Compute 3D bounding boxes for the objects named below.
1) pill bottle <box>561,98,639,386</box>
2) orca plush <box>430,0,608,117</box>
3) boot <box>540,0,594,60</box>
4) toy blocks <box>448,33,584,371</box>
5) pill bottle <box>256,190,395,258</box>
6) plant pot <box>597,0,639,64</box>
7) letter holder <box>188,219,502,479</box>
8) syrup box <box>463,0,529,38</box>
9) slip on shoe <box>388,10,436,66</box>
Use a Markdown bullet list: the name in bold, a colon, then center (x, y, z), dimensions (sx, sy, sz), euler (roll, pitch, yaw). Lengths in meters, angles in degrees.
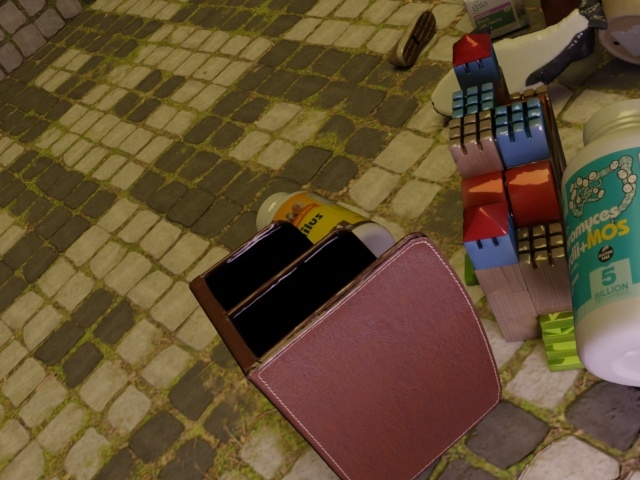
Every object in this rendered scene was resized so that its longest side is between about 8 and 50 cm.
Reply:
- **pill bottle**: center (0.310, -0.006, 0.686), dimensions (0.146, 0.146, 0.264), euler (-10, 55, 25)
- **orca plush**: center (0.310, -0.281, 1.115), dimensions (0.287, 0.102, 0.151), euler (-44, 73, 32)
- **boot**: center (0.364, -0.466, 1.129), dimensions (0.096, 0.280, 0.264), euler (-5, 48, 28)
- **toy blocks**: center (0.231, -0.075, 0.854), dimensions (0.190, 0.261, 0.382), euler (-11, 46, 23)
- **pill bottle**: center (0.000, 0.000, 1.036), dimensions (0.117, 0.117, 0.215), euler (-46, 43, -15)
- **plant pot**: center (0.509, -0.402, 1.038), dimensions (0.256, 0.256, 0.274), euler (14, 77, 40)
- **letter holder**: center (0.046, 0.109, 0.763), dimensions (0.214, 0.302, 0.152), euler (-38, 41, -6)
- **syrup box**: center (0.306, -0.472, 1.312), dimensions (0.093, 0.096, 0.237), euler (-18, 44, 19)
- **slip on shoe**: center (0.171, -0.378, 1.347), dimensions (0.041, 0.051, 0.135), euler (3, 58, 49)
